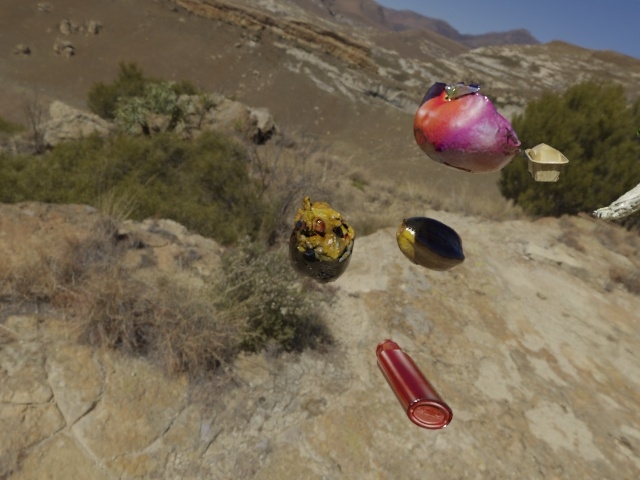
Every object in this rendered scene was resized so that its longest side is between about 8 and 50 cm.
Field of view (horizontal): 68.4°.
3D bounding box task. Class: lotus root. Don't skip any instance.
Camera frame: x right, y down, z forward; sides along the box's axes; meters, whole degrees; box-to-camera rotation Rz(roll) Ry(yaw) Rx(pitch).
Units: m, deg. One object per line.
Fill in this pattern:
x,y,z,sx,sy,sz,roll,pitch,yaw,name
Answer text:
0.411,0.013,1.816,0.290,0.193,0.193,24,21,-26,lotus root

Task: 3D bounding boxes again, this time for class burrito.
0.766,-0.112,1.115,0.063,0.229,0.058,39,31,-36,burrito

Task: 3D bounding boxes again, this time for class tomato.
0.384,-0.274,1.291,0.289,0.176,0.335,38,7,-29,tomato

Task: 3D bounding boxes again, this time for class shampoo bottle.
0.185,0.299,1.020,0.102,0.065,0.260,22,9,-16,shampoo bottle

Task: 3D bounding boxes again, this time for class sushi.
-0.002,-0.006,1.363,0.213,0.204,0.200,7,49,-23,sushi

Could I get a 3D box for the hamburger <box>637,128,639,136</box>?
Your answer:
0.923,-0.295,1.202,0.164,0.189,0.093,-39,104,-40,hamburger

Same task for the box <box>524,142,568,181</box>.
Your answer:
0.691,-0.246,1.453,0.111,0.111,0.177,25,25,3,box

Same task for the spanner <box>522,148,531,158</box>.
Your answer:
0.923,-0.359,2.007,0.208,0.046,0.012,4,1,-33,spanner
